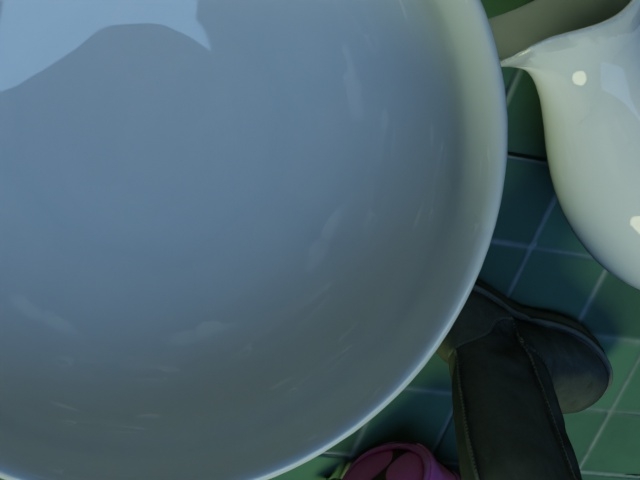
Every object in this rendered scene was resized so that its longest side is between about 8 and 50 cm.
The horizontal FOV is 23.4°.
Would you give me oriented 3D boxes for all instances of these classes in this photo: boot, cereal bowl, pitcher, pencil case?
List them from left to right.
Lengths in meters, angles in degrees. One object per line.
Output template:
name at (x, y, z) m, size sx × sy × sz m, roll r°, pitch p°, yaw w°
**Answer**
cereal bowl at (-0.085, -0.049, 0.770) m, size 0.339 × 0.141 × 0.339 m, roll -1°, pitch 98°, yaw -6°
pencil case at (0.090, 0.228, 1.101) m, size 0.209 × 0.095 × 0.098 m, roll 43°, pitch 68°, yaw -35°
boot at (0.141, 0.124, 0.965) m, size 0.189 × 0.208 × 0.076 m, roll 23°, pitch 116°, yaw -31°
pitcher at (0.204, -0.082, 0.906) m, size 0.178 × 0.125 × 0.207 m, roll -39°, pitch 117°, yaw -8°
